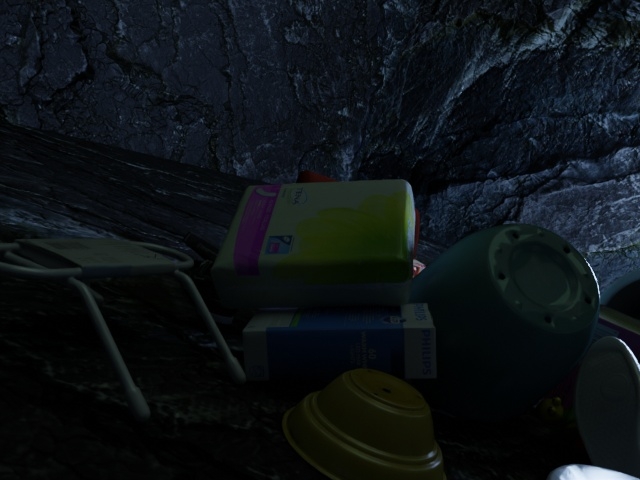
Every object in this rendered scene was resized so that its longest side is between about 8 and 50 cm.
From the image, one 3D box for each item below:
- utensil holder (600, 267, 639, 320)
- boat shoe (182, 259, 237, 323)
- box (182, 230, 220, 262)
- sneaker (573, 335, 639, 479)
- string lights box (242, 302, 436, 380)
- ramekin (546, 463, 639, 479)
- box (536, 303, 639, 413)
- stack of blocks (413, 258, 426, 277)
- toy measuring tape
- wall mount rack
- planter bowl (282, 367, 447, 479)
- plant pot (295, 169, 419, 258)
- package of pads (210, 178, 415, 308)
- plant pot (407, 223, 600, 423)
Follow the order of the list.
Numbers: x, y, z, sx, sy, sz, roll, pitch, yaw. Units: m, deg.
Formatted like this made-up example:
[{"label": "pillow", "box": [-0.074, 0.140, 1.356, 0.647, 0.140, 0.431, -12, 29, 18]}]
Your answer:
[{"label": "utensil holder", "box": [0.810, 0.238, 1.453, 0.327, 0.328, 0.385, 26, 6, 36]}, {"label": "boat shoe", "box": [-0.192, 0.073, 1.160, 0.084, 0.079, 0.233, 14, 9, -25]}, {"label": "box", "box": [-0.186, 0.049, 1.263, 0.116, 0.029, 0.162, 26, -16, 36]}, {"label": "sneaker", "box": [0.439, 0.282, 0.875, 0.147, 0.104, 0.296, 25, 48, -29]}, {"label": "string lights box", "box": [0.030, 0.142, 0.926, 0.259, 0.077, 0.133, -2, 8, 6]}, {"label": "ramekin", "box": [0.306, 0.325, 0.557, 0.272, 0.127, 0.273, 19, 8, -3]}, {"label": "box", "box": [0.534, 0.245, 1.240, 0.117, 0.214, 0.243, 25, 11, 30]}, {"label": "stack of blocks", "box": [0.183, 0.063, 1.981, 0.171, 0.087, 0.297, 15, 10, -27]}, {"label": "toy measuring tape", "box": [0.494, 0.323, 0.987, 0.330, 0.121, 0.121, 24, 10, 24]}, {"label": "wall mount rack", "box": [-0.257, 0.087, 0.820, 0.304, 0.131, 0.350, 20, 8, 23]}, {"label": "planter bowl", "box": [0.069, 0.220, 0.800, 0.217, 0.090, 0.217, 19, 8, -3]}, {"label": "plant pot", "box": [0.044, 0.054, 1.266, 0.267, 0.267, 0.236, 18, 20, -9]}, {"label": "package of pads", "box": [0.000, 0.000, 1.025, 0.296, 0.101, 0.229, -1, 37, 11]}, {"label": "plant pot", "box": [0.290, 0.111, 1.022, 0.293, 0.235, 0.293, 8, 56, -13]}]
